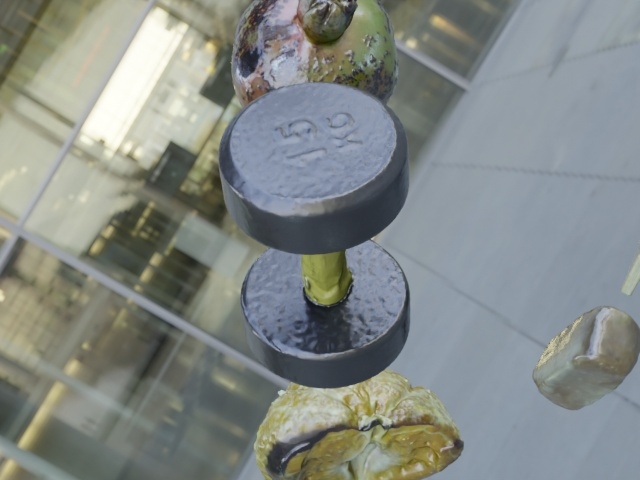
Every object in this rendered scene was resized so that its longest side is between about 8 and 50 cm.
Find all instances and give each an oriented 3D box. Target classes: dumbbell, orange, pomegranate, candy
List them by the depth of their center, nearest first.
[{"bbox_3d":[0.000,0.000,1.367,0.322,0.203,0.204,85,-155,-49],"label":"dumbbell"},{"bbox_3d":[0.420,0.190,1.921,0.104,0.102,0.234,-64,5,-26],"label":"candy"},{"bbox_3d":[-0.005,-0.308,1.930,0.285,0.285,0.341,-61,-6,-20],"label":"pomegranate"},{"bbox_3d":[0.056,0.336,2.183,0.271,0.368,0.210,103,158,-44],"label":"orange"}]

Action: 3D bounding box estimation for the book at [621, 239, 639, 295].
[{"bbox_3d":[0.470,-0.083,1.599,0.283,0.025,0.215,-57,-14,-39],"label":"book"}]
